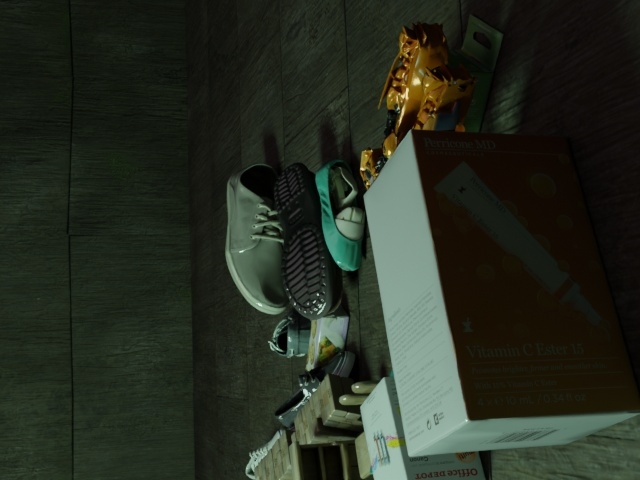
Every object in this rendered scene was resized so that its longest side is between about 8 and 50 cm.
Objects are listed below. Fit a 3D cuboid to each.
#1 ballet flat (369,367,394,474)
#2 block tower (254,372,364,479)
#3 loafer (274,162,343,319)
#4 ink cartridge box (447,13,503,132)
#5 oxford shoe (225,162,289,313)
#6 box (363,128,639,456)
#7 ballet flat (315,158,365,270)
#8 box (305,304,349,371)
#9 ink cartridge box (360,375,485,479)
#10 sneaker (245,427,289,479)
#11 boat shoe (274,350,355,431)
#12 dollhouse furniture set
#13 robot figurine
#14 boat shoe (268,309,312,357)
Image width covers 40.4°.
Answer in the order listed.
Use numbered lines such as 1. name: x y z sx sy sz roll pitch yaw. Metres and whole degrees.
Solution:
1. ballet flat: 0.135 0.303 1.438 0.074 0.074 0.203 126 162 -61
2. block tower: -0.020 0.415 1.764 0.335 0.091 0.097 -56 30 34
3. loafer: 0.000 0.000 1.820 0.134 0.130 0.365 -33 51 36
4. ink cartridge box: 0.196 -0.219 1.285 0.109 0.062 0.209 -120 35 -57
5. oxford shoe: -0.153 -0.021 2.234 0.130 0.169 0.449 -43 45 41
6. box: 0.200 0.060 1.026 0.168 0.215 0.345 124 142 -59
7. ballet flat: 0.045 -0.062 1.731 0.087 0.083 0.247 -47 45 44
8. box: 0.005 0.293 1.868 0.067 0.063 0.323 -123 37 -63
9. ink cartridge box: 0.151 0.307 1.313 0.127 0.128 0.176 117 147 -54
10. sneaker: -0.135 0.565 2.250 0.258 0.091 0.094 112 152 -49
11. boat shoe: -0.017 0.303 1.794 0.228 0.076 0.080 -52 13 27
12. dollhouse furniture set: 0.056 0.385 1.551 0.242 0.161 0.212 121 145 -57
13. robot figurine: 0.129 -0.152 1.250 0.211 0.085 0.291 -109 27 -44
14. boat shoe: -0.071 0.219 2.044 0.319 0.099 0.116 167 102 -72
